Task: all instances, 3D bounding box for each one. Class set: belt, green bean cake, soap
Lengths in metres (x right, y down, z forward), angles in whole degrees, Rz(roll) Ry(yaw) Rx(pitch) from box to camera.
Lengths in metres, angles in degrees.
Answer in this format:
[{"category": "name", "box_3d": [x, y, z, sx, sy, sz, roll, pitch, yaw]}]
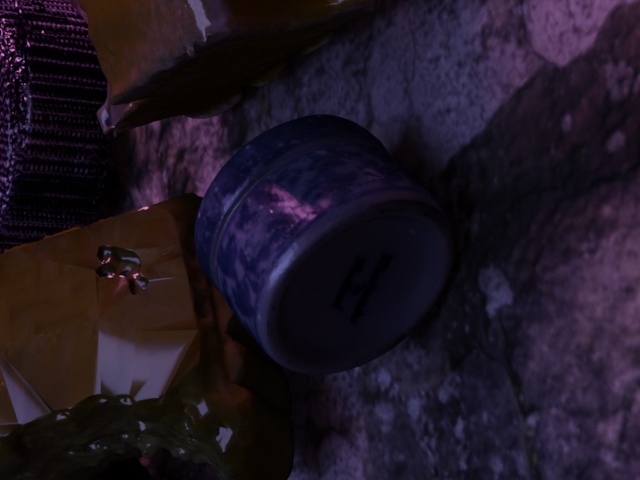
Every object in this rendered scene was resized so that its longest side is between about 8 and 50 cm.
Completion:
[{"category": "belt", "box_3d": [-0.294, -0.094, 1.630, 0.325, 0.122, 0.260, 9, 97, 55]}, {"category": "green bean cake", "box_3d": [-0.152, 0.097, 1.350, 0.236, 0.124, 0.233, -17, 69, 14]}, {"category": "soap", "box_3d": [-0.113, -0.267, 1.267, 0.304, 0.169, 0.338, -22, 84, 63]}]

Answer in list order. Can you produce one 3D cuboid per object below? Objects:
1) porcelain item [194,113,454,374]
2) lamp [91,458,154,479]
[{"category": "porcelain item", "box_3d": [0.000, 0.000, 1.201, 0.114, 0.147, 0.147, 51, 133, 41]}, {"category": "lamp", "box_3d": [-0.233, 0.266, 1.507, 0.247, 0.247, 0.247, 10, 102, 54]}]
